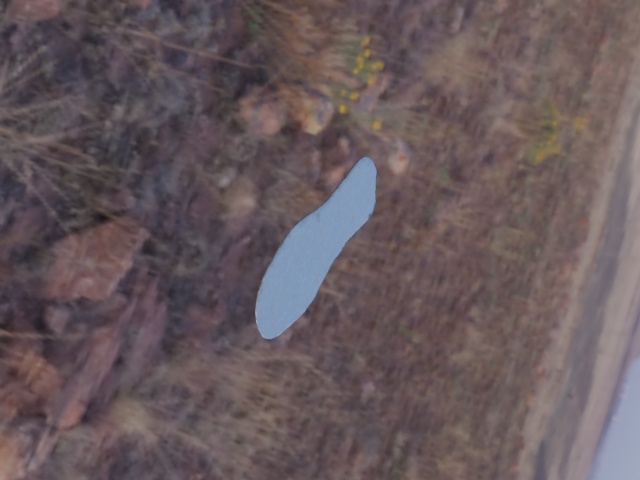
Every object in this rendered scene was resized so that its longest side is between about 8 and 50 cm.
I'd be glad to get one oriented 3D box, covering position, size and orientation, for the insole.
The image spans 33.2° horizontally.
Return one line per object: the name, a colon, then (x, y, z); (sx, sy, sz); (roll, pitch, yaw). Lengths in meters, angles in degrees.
insole: (0.000, 0.000, 0.794); (0.197, 0.004, 0.065); (-53, 140, -43)
